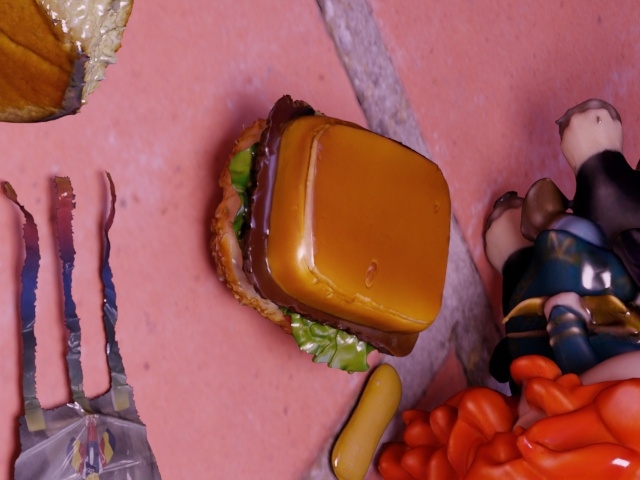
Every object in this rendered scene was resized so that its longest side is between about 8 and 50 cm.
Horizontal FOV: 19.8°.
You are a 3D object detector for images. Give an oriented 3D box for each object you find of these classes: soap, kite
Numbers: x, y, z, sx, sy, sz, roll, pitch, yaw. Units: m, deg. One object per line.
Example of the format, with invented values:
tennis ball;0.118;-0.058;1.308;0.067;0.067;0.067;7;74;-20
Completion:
soap;0.028;0.111;1.107;0.034;0.012;0.089;61;42;-31
kite;-0.118;0.089;0.905;0.141;0.015;0.245;-7;93;-57

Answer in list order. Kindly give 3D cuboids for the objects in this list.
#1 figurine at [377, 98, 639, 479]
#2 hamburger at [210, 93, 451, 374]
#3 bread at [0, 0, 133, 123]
figurine;0.191;0.087;1.090;0.241;0.306;0.412;40;53;-33
hamburger;0.000;0.000;1.017;0.166;0.087;0.137;28;65;-48
bread;-0.142;-0.115;0.796;0.140;0.128;0.069;56;49;-33
